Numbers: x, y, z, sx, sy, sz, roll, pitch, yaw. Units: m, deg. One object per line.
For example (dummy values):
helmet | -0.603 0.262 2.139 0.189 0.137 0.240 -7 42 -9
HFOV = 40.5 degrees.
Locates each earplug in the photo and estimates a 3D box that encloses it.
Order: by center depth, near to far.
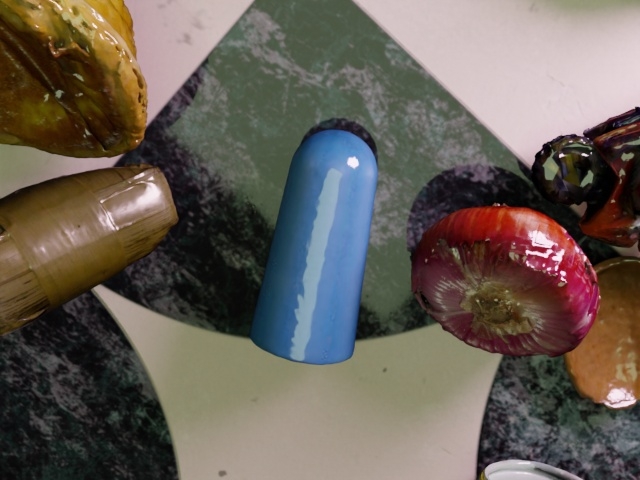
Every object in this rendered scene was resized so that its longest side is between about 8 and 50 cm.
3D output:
earplug | 0.000 0.000 1.058 0.133 0.132 0.272 11 102 1

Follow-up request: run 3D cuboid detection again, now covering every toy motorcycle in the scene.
toy motorcycle | 0.459 -0.094 0.995 0.401 0.134 0.207 -26 103 12

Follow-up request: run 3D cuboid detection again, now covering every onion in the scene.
onion | 0.225 0.035 1.039 0.230 0.163 0.230 15 138 14

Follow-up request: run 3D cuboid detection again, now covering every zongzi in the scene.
zongzi | -0.349 -0.005 1.102 0.274 0.300 0.145 -30 107 -30

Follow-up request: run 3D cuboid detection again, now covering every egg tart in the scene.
egg tart | -0.333 -0.233 0.963 0.352 0.153 0.339 34 147 -15

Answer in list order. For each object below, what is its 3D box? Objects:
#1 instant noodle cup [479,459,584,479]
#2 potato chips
instant noodle cup | 0.267 0.423 1.124 0.216 0.215 0.236 8 99 2
potato chips | 0.375 0.117 1.101 0.150 0.049 0.201 -17 102 6
